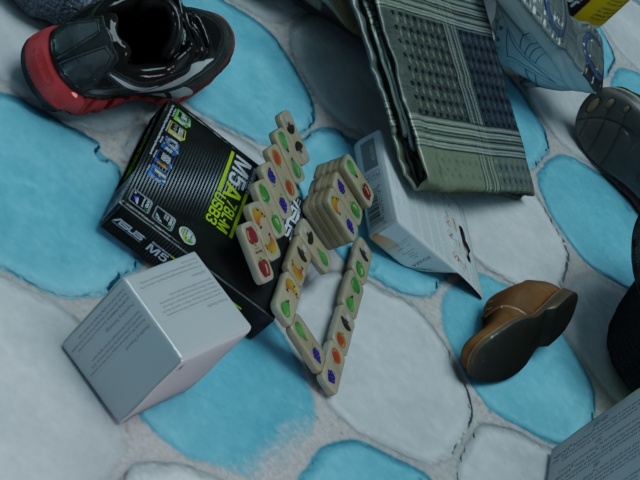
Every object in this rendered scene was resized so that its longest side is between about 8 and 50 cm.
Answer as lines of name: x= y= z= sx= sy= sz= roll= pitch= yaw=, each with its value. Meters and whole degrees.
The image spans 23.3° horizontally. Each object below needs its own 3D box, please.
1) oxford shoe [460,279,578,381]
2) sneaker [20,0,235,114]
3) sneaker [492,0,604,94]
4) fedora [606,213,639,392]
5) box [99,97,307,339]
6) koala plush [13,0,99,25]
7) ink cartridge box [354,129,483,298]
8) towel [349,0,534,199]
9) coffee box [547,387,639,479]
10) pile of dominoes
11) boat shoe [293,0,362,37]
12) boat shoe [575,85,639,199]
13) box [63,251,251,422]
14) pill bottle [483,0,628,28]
oxford shoe: x=0.201 y=0.096 z=1.697 sx=0.076 sy=0.076 sz=0.212 roll=26 pitch=28 yaw=25
sneaker: x=-0.157 y=-0.191 z=1.512 sx=0.276 sy=0.135 sz=0.097 roll=-18 pitch=84 yaw=-54
sneaker: x=0.271 y=-0.272 z=2.029 sx=0.297 sy=0.129 sz=0.111 roll=45 pitch=47 yaw=-49
fedora: x=0.445 y=0.109 z=1.853 sx=0.334 sy=0.152 sz=0.334 roll=29 pitch=37 yaw=-25
box: x=-0.105 y=-0.024 z=1.488 sx=0.184 sy=0.045 sz=0.190 roll=37 pitch=35 yaw=-14
koala plush: x=-0.206 y=-0.330 z=1.534 sx=0.196 sy=0.221 sz=0.203 roll=45 pitch=34 yaw=-3
ink cartridge box: x=0.110 y=-0.022 z=1.743 sx=0.179 sy=0.045 sz=0.145 roll=42 pitch=29 yaw=-41
towel: x=0.137 y=-0.196 z=1.837 sx=0.324 sy=0.056 sz=0.312 roll=2 pitch=71 yaw=-59
coffee box: x=0.441 y=0.316 z=1.470 sx=0.337 sy=0.338 sz=0.334 roll=38 pitch=34 yaw=-14
pile of dominoes: x=0.000 y=0.000 z=1.519 sx=0.196 sy=0.040 sz=0.251 roll=57 pitch=27 yaw=-26
boat shoe: x=0.004 y=-0.324 z=1.873 sx=0.285 sy=0.103 sz=0.092 roll=25 pitch=-1 yaw=-44
boat shoe: x=0.507 y=-0.081 z=2.140 sx=0.355 sy=0.132 sz=0.130 roll=52 pitch=34 yaw=6
box: x=-0.136 y=0.080 z=1.297 sx=0.087 sy=0.102 sz=0.101 roll=52 pitch=33 yaw=11
pill bottle: x=0.378 y=-0.411 z=2.154 sx=0.188 sy=0.334 sz=0.188 roll=29 pitch=37 yaw=-24
